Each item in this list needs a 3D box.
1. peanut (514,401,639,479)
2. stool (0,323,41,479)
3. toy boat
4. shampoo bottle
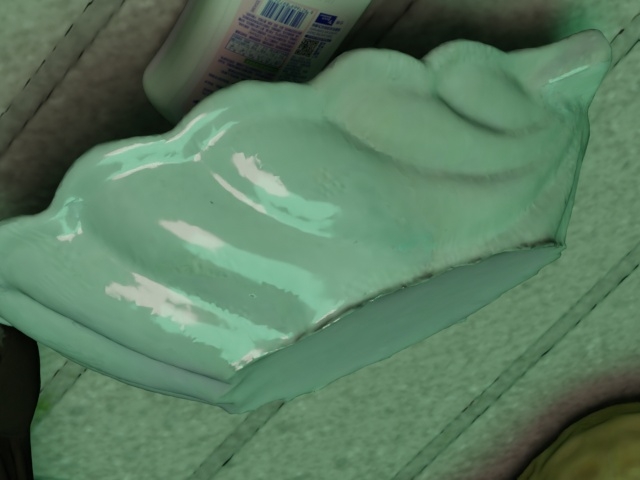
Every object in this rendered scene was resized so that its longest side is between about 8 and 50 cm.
[{"bbox_3d":[0.115,0.204,0.918,0.290,0.130,0.130,-38,130,16],"label":"peanut"},{"bbox_3d":[-0.186,0.108,0.747,0.121,0.125,0.217,-7,122,-10],"label":"stool"},{"bbox_3d":[0.000,0.000,0.685,0.290,0.100,0.199,-23,165,-16],"label":"toy boat"},{"bbox_3d":[-0.030,-0.082,0.680,0.072,0.043,0.099,12,126,-34],"label":"shampoo bottle"}]
